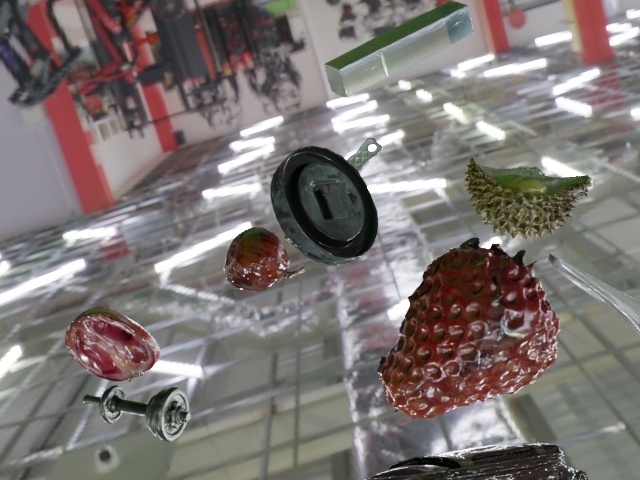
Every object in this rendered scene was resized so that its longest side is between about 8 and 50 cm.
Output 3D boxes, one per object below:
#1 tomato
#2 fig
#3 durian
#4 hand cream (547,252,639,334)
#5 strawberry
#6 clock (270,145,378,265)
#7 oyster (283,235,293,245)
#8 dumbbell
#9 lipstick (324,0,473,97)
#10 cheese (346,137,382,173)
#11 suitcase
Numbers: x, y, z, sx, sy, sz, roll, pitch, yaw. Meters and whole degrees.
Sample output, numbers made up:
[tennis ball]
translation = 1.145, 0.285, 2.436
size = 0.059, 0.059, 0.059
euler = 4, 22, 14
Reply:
[tomato]
translation = -0.408, 0.191, 1.852
size = 0.189, 0.173, 0.099
euler = -26, -157, 30
[fig]
translation = -0.116, 0.045, 1.727
size = 0.128, 0.150, 0.128
euler = -14, -129, 18
[durian]
translation = 0.493, -0.097, 2.187
size = 0.306, 0.172, 0.166
euler = -1, -126, -4
[hand cream]
translation = 0.671, 0.130, 2.149
size = 0.076, 0.336, 0.121
euler = -55, 168, -4
[strawberry]
translation = 0.224, 0.139, 1.366
size = 0.280, 0.253, 0.150
euler = -16, -164, -10
[clock]
translation = 0.007, -0.062, 1.661
size = 0.049, 0.226, 0.226
euler = -32, -179, 40
[oyster]
translation = 0.000, 0.000, 1.893
size = 0.146, 0.045, 0.122
euler = -18, -135, 1
[dumbbell]
translation = -0.378, 0.343, 1.887
size = 0.254, 0.110, 0.110
euler = 4, -160, 23
[lipstick]
translation = 0.159, -0.385, 1.852
size = 0.317, 0.068, 0.066
euler = -29, -146, -18
[cheese]
translation = 0.031, -0.154, 2.230
size = 0.163, 0.249, 0.071
euler = 25, 173, 26
[suitcase]
translation = 0.312, 0.518, 1.865
size = 0.434, 0.194, 0.283
euler = 0, 165, -34
